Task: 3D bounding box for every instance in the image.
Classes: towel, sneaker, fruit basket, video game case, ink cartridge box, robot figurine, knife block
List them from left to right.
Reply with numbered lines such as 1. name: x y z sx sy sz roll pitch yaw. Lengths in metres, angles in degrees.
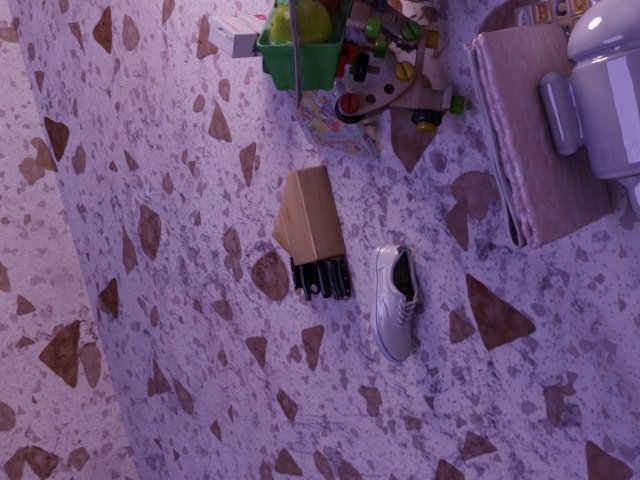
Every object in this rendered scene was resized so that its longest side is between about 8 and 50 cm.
1. ink cartridge box: -0.168 -0.472 2.236 0.109 0.150 0.063 41 131 38
2. fruit basket: -0.042 -0.465 1.763 0.165 0.327 0.353 -4 126 12
3. knife block: 0.000 0.000 2.216 0.242 0.088 0.275 45 133 34
4. video game case: 0.007 -0.273 2.086 0.227 0.026 0.206 20 150 48
5. sneaker: 0.160 0.134 2.042 0.091 0.094 0.258 0 100 57
6. towel: 0.346 -0.170 1.513 0.053 0.317 0.332 -12 95 39
7. robot figurine: 0.481 -0.218 1.427 0.300 0.200 0.353 -13 91 12

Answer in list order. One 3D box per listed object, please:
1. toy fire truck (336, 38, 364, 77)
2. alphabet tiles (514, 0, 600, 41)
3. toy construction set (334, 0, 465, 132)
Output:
1. toy fire truck: 0.017 -0.393 2.032 0.192 0.135 0.047 32 124 43
2. alphabet tiles: 0.429 -0.315 1.624 0.237 0.009 0.198 -2 98 53
3. toy construction set: 0.167 -0.342 1.796 0.309 0.237 0.257 93 -169 -62
